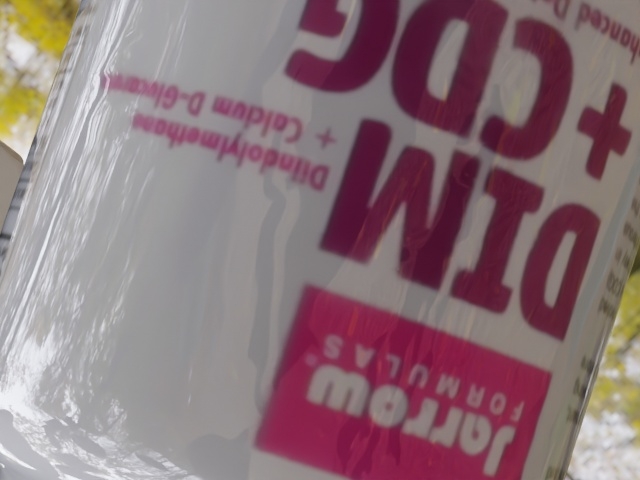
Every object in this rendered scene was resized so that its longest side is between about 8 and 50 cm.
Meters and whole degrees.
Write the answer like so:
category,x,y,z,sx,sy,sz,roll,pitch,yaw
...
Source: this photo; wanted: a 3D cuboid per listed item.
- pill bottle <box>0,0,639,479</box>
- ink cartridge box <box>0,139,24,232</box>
category,x,y,z,sx,sy,sz,roll,pitch,yaw
pill bottle,0.000,0.000,0.415,0.160,0.283,0.160,18,175,1
ink cartridge box,-0.279,0.051,0.708,0.198,0.273,0.115,12,164,22
